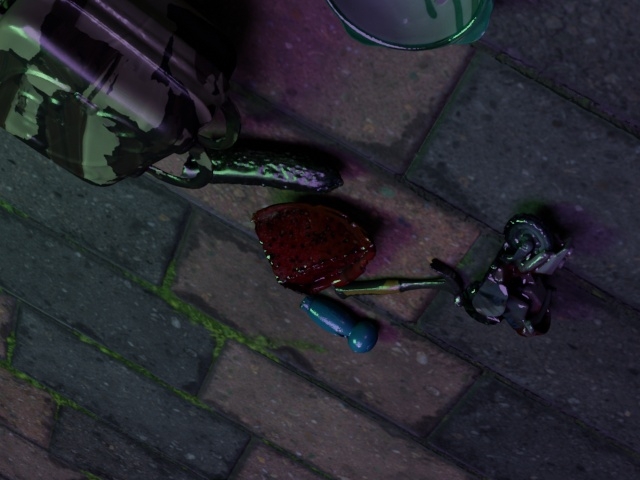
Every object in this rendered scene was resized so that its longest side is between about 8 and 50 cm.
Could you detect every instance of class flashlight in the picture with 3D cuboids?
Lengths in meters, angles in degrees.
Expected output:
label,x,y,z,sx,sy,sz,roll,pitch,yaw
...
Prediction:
label,x,y,z,sx,sy,sz,roll,pitch,yaw
flashlight,0.029,0.122,1.600,0.129,0.051,0.051,34,139,3

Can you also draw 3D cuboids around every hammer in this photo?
label,x,y,z,sx,sy,sz,roll,pitch,yaw
hammer,0.108,0.063,1.513,0.200,0.021,0.078,-4,128,32

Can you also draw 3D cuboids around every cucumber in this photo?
label,x,y,z,sx,sy,sz,roll,pitch,yaw
cucumber,-0.082,-0.101,1.436,0.245,0.067,0.067,4,132,25

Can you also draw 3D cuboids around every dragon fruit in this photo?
label,x,y,z,sx,sy,sz,roll,pitch,yaw
dragon fruit,0.000,0.000,1.482,0.161,0.120,0.127,-20,78,14

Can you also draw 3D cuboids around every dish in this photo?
label,x,y,z,sx,sy,sz,roll,pitch,yaw
dish,0.099,-0.311,1.105,0.224,0.078,0.246,32,140,-2

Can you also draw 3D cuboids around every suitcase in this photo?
label,x,y,z,sx,sy,sz,roll,pitch,yaw
suitcase,-0.256,-0.198,1.313,0.339,0.194,0.351,35,157,-21

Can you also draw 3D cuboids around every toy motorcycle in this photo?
label,x,y,z,sx,sy,sz,roll,pitch,yaw
toy motorcycle,0.263,0.056,1.368,0.122,0.082,0.213,28,140,5
